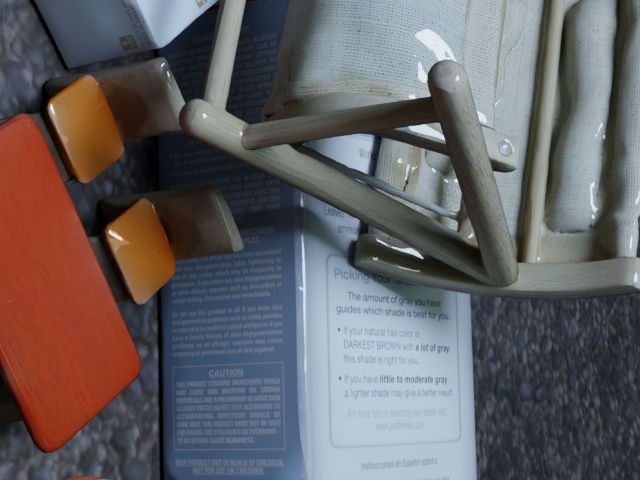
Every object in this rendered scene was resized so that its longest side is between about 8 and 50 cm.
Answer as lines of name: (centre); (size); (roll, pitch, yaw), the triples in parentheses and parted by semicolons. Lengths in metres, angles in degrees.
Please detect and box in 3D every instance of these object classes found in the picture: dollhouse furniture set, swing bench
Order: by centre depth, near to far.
dollhouse furniture set: (-0.156, -0.026, 0.717); (0.262, 0.135, 0.259); (-45, 121, -47)
swing bench: (0.075, -0.125, 0.846); (0.254, 0.165, 0.253); (39, 54, -50)

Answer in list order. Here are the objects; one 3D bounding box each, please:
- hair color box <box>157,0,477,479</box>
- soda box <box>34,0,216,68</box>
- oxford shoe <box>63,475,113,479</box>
hair color box: (0.000, 0.000, 0.951); (0.185, 0.113, 0.374); (7, 80, -53)
soda box: (-0.139, -0.205, 0.820); (0.069, 0.074, 0.216); (-51, 125, -45)
oxford shoe: (-0.069, 0.253, 0.828); (0.097, 0.098, 0.271); (-45, 120, -47)
